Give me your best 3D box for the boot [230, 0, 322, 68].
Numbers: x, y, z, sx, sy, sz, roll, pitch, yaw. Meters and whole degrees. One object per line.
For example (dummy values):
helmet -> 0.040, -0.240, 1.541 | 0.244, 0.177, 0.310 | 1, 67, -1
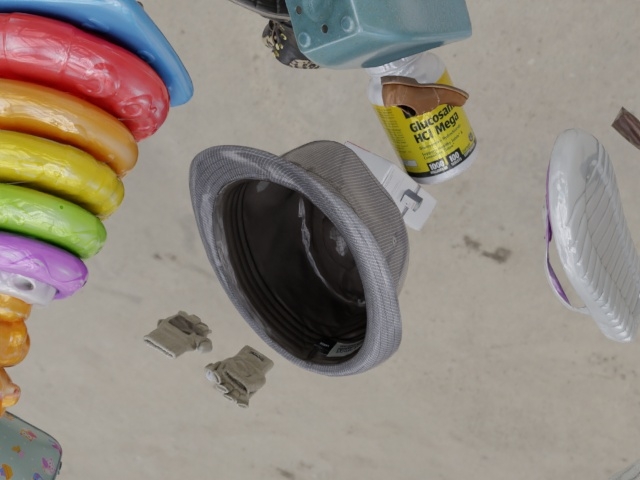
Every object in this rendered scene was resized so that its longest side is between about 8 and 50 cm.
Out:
boot -> -0.078, -0.481, 1.862 | 0.377, 0.138, 0.284 | 8, 169, -14

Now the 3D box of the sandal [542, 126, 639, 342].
sandal -> 0.349, 0.018, 1.186 | 0.102, 0.169, 0.416 | 3, 146, 35

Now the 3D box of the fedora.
fedora -> 0.000, 0.000, 0.870 | 0.244, 0.124, 0.275 | 6, 126, 42

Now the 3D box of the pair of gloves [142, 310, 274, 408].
pair of gloves -> -0.214, 0.221, 1.682 | 0.240, 0.204, 0.042 | 30, 105, 0

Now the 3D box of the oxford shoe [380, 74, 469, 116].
oxford shoe -> 0.214, -0.291, 1.820 | 0.212, 0.076, 0.076 | 2, 180, -26

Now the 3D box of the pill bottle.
pill bottle -> 0.221, -0.308, 2.004 | 0.188, 0.188, 0.334 | -5, 128, 37

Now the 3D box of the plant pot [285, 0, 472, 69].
plant pot -> 0.073, -0.433, 1.548 | 0.247, 0.252, 0.248 | -8, 101, 45

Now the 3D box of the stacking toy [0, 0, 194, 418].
stacking toy -> -0.203, -0.016, 0.594 | 0.175, 0.302, 0.166 | 4, 163, 11

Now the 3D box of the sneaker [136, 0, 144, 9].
sneaker -> -0.410, -0.432, 1.789 | 0.158, 0.065, 0.061 | -24, 133, 28

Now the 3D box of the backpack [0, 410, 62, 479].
backpack -> -0.380, 0.275, 0.958 | 0.144, 0.188, 0.166 | -38, 117, 23

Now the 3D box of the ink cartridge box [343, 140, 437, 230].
ink cartridge box -> 0.142, -0.121, 1.985 | 0.158, 0.092, 0.218 | 31, 178, 39

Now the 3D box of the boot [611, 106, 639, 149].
boot -> 0.427, -0.132, 1.144 | 0.114, 0.037, 0.106 | 53, 180, 11

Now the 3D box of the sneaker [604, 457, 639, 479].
sneaker -> 0.418, 0.283, 1.047 | 0.108, 0.169, 0.292 | 46, 148, 15
